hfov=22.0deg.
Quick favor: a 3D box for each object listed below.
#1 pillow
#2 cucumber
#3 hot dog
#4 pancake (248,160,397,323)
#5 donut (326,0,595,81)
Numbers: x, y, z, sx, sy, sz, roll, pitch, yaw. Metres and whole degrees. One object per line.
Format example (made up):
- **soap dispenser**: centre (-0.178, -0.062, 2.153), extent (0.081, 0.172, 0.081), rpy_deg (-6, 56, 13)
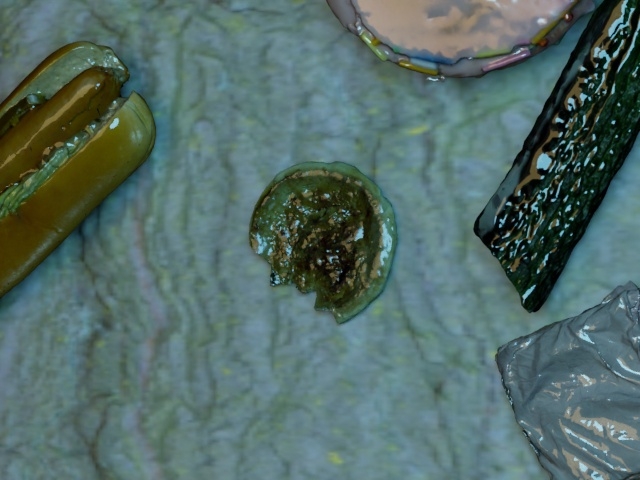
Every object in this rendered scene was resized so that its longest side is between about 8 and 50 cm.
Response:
- **pillow**: centre (0.245, 0.089, 1.150), extent (0.248, 0.049, 0.135), rpy_deg (-27, 78, 27)
- **cucumber**: centre (0.190, -0.078, 1.178), extent (0.077, 0.077, 0.265), rpy_deg (35, 102, 26)
- **hot dog**: centre (-0.282, -0.032, 1.416), extent (0.337, 0.100, 0.135), rpy_deg (-41, 70, 19)
- **pancake**: centre (0.004, -0.005, 1.303), extent (0.129, 0.022, 0.116), rpy_deg (29, 100, 23)
- **donut**: centre (0.110, -0.219, 1.211), extent (0.233, 0.085, 0.199), rpy_deg (-10, 95, 19)
